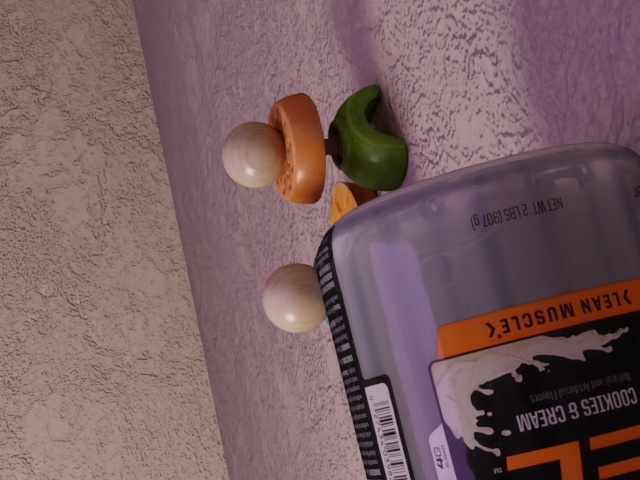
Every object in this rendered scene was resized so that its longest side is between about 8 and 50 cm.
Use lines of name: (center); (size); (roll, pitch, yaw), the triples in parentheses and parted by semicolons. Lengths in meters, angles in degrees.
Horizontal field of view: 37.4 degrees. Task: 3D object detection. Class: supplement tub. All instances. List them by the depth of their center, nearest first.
supplement tub: (0.122, 0.124, 0.498); (0.193, 0.193, 0.316); (135, 122, -70)

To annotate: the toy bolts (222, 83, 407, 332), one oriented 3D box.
toy bolts: (0.000, 0.000, 0.880); (0.218, 0.158, 0.229); (101, 153, -51)
